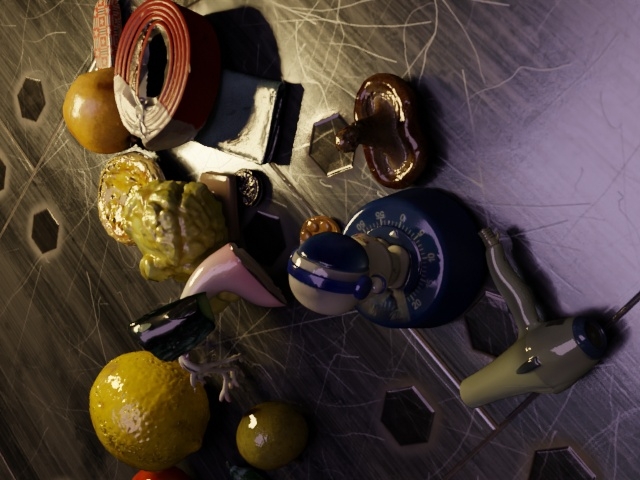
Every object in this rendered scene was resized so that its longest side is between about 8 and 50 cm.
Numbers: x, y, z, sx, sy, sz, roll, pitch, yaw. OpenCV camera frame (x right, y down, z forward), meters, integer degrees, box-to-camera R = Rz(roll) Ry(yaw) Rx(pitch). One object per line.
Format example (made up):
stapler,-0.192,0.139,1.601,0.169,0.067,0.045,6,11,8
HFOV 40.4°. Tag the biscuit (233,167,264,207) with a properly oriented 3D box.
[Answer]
biscuit,-0.162,-0.117,1.918,0.089,0.027,0.087,6,97,35

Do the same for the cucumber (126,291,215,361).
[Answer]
cucumber,-0.306,0.173,1.748,0.193,0.086,0.115,-27,59,16

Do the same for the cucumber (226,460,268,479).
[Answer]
cucumber,-0.125,0.565,1.936,0.250,0.056,0.056,33,112,27

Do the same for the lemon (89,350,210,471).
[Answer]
lemon,-0.397,0.385,1.993,0.310,0.258,0.258,37,114,28

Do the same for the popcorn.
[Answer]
popcorn,-0.316,-0.027,1.899,0.256,0.195,0.255,32,125,19

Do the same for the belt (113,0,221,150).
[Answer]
belt,-0.337,-0.360,1.907,0.227,0.115,0.323,2,88,33

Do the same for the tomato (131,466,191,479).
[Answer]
tomato,-0.377,0.628,2.075,0.195,0.136,0.195,6,99,38

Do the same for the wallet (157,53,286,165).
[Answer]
wallet,-0.238,-0.299,1.946,0.379,0.046,0.190,21,106,33

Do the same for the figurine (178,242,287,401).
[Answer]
figurine,-0.222,0.188,1.885,0.316,0.284,0.206,-38,60,7

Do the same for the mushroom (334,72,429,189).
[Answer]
mushroom,0.094,-0.209,1.603,0.148,0.217,0.227,-27,76,35

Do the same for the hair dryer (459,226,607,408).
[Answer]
hair dryer,0.324,0.174,1.548,0.298,0.119,0.296,49,128,27

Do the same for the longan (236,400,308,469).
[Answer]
longan,-0.096,0.424,1.861,0.155,0.176,0.145,-8,47,57

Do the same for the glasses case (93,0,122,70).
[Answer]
glasses case,-0.517,-0.494,2.130,0.073,0.049,0.194,2,95,37

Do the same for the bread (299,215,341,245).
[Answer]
bread,0.000,0.000,1.812,0.110,0.024,0.110,3,94,35

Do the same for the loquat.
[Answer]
loquat,-0.499,-0.306,2.047,0.208,0.208,0.208,4,96,36

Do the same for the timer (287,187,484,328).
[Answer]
timer,0.091,0.046,1.528,0.270,0.383,0.270,3,96,35

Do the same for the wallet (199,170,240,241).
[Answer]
wallet,-0.228,-0.078,1.951,0.118,0.039,0.152,11,111,45

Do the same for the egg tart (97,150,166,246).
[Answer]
egg tart,-0.436,-0.099,2.080,0.234,0.094,0.234,1,92,35
